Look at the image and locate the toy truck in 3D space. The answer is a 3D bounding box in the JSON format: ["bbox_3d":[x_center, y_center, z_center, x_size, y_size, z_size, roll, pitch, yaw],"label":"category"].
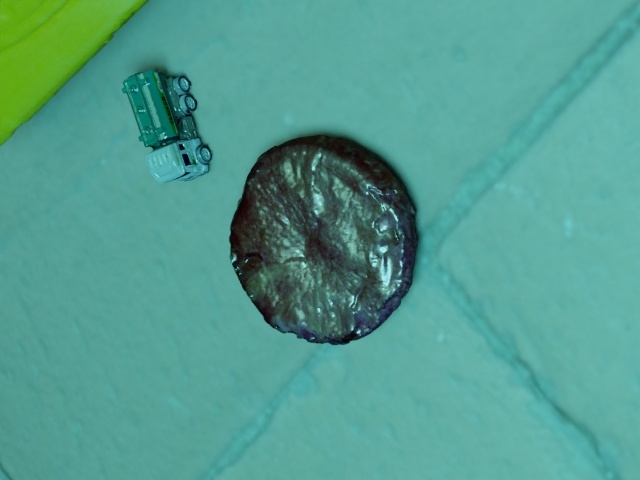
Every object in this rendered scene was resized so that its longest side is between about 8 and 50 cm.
[{"bbox_3d":[-0.113,-0.082,1.062,0.039,0.044,0.083,-18,91,36],"label":"toy truck"}]

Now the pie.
[{"bbox_3d":[0.000,0.000,1.015,0.154,0.036,0.154,7,104,30],"label":"pie"}]

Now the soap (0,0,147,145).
[{"bbox_3d":[-0.209,-0.212,1.002,0.204,0.096,0.324,34,125,-26],"label":"soap"}]
